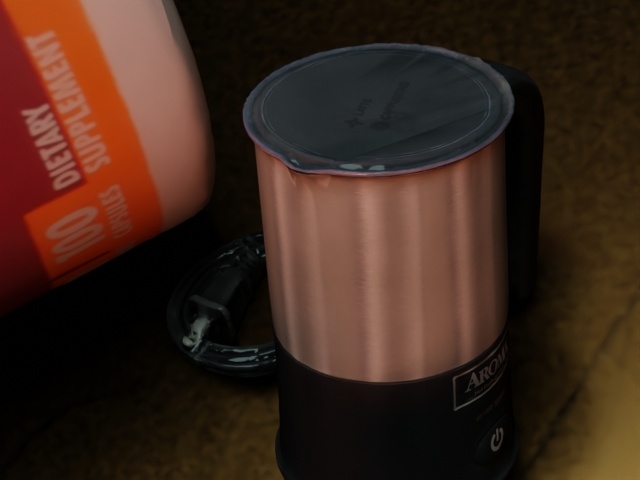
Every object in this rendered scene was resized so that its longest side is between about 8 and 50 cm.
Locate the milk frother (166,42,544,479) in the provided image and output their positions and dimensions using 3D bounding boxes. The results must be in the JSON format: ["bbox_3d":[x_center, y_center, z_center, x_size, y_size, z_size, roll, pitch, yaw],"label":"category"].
[{"bbox_3d":[0.000,0.000,0.587,0.143,0.134,0.129,7,33,17],"label":"milk frother"}]

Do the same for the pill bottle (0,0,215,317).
[{"bbox_3d":[-0.254,-0.023,0.591,0.392,0.224,0.224,-28,57,-11],"label":"pill bottle"}]
